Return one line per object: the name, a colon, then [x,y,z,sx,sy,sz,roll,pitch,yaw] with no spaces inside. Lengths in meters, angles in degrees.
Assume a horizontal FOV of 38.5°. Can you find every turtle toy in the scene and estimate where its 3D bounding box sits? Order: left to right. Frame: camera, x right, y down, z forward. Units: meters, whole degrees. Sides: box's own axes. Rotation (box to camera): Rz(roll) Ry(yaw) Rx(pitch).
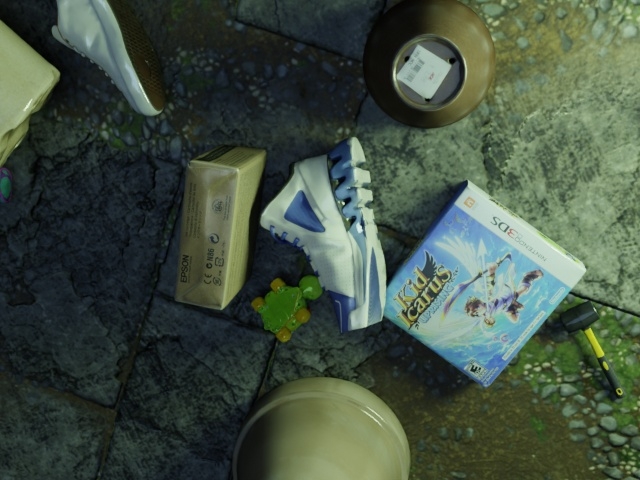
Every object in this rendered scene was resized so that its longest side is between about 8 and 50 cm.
turtle toy: [-0.050,0.111,1.591,0.130,0.066,0.095,-44,72,13]

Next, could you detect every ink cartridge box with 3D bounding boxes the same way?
ink cartridge box: [-0.162,-0.028,1.504,0.088,0.193,0.234,10,105,7]

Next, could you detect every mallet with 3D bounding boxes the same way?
mallet: [0.467,0.194,1.569,0.062,0.039,0.189,-20,105,12]

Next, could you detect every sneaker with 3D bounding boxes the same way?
sneaker: [-0.358,-0.322,1.509,0.123,0.106,0.290,-26,90,19]
sneaker: [0.000,-0.001,1.522,0.182,0.127,0.315,-9,84,18]

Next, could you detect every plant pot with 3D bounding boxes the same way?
plant pot: [-0.602,-0.266,1.456,0.305,0.334,0.333,34,106,-14]
plant pot: [-0.010,0.433,1.561,0.323,0.280,0.323,1,104,5]
plant pot: [0.162,-0.261,1.386,0.216,0.230,0.215,2,105,7]

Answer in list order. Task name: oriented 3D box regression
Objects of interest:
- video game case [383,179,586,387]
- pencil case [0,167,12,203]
video game case: [0.263,0.076,1.548,0.244,0.061,0.269,36,106,-2]
pencil case: [-0.620,-0.095,1.610,0.152,0.064,0.070,-1,129,7]
